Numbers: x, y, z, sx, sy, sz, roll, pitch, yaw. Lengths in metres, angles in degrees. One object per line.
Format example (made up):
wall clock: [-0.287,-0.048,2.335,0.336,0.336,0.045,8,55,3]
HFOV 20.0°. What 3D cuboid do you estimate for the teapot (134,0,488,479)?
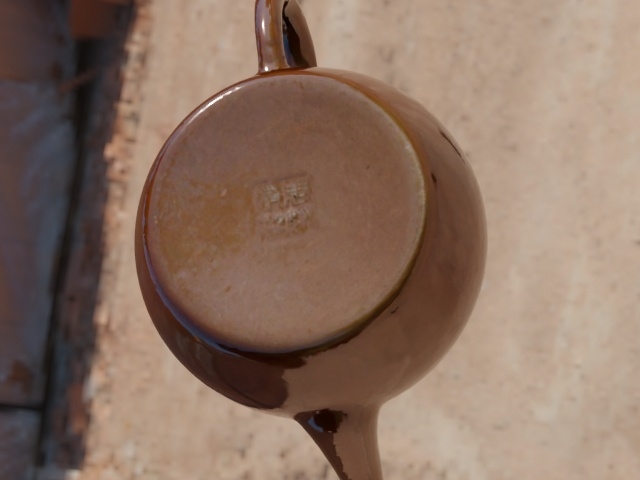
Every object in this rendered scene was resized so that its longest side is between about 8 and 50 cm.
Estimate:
teapot: [0.000,0.000,0.580,0.116,0.116,0.173,-36,58,57]
